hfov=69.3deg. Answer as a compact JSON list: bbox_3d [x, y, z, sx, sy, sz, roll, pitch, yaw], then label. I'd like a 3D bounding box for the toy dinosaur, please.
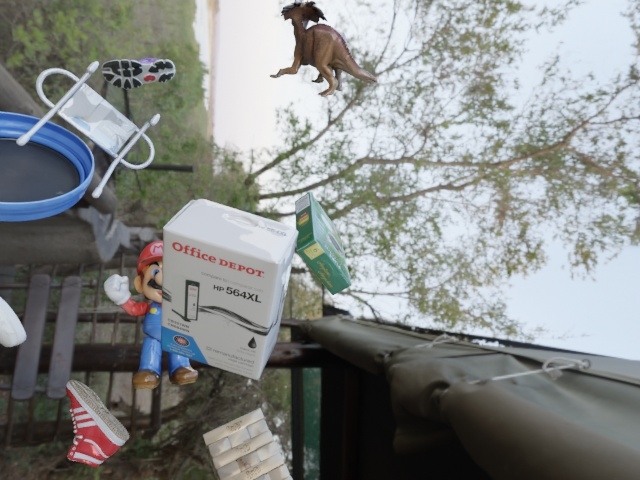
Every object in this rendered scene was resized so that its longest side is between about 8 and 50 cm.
[{"bbox_3d":[0.000,-0.453,1.061,0.296,0.127,0.200,32,-55,30],"label":"toy dinosaur"}]

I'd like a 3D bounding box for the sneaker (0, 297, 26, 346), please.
[{"bbox_3d":[-0.875,0.185,1.124,0.292,0.108,0.169,63,27,-23],"label":"sneaker"}]

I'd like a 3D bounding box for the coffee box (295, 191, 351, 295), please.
[{"bbox_3d":[0.000,0.000,0.813,0.113,0.041,0.184,53,14,-28],"label":"coffee box"}]

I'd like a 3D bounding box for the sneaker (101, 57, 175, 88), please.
[{"bbox_3d":[-0.444,-0.412,1.128,0.071,0.170,0.068,39,-47,42],"label":"sneaker"}]

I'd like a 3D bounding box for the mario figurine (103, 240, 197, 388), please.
[{"bbox_3d":[-0.346,0.154,1.012,0.198,0.170,0.320,13,67,-58],"label":"mario figurine"}]

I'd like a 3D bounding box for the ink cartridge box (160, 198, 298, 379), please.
[{"bbox_3d":[-0.124,0.066,0.608,0.086,0.148,0.203,-65,169,-57],"label":"ink cartridge box"}]

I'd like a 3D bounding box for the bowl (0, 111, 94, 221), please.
[{"bbox_3d":[-0.804,-0.195,1.197,0.391,0.392,0.077,-103,-148,-46],"label":"bowl"}]

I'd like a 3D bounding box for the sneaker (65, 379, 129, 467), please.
[{"bbox_3d":[-0.321,0.249,0.625,0.118,0.067,0.042,40,-8,17],"label":"sneaker"}]

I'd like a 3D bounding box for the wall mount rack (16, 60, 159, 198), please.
[{"bbox_3d":[-0.613,-0.293,1.241,0.131,0.350,0.304,2,-124,53],"label":"wall mount rack"}]

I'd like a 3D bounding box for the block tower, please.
[{"bbox_3d":[-0.055,0.409,0.622,0.335,0.091,0.097,59,-26,25],"label":"block tower"}]
